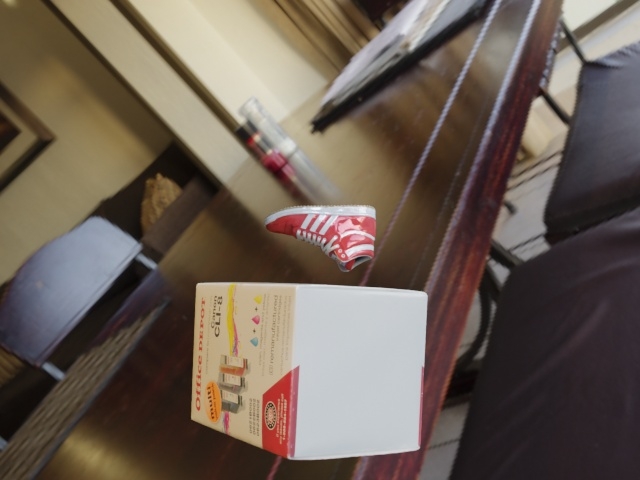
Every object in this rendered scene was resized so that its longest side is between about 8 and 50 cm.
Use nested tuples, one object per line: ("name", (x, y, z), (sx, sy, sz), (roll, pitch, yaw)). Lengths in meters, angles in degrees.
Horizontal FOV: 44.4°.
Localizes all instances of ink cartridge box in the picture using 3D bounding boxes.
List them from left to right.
("ink cartridge box", (-0.016, 0.100, 0.658), (0.176, 0.127, 0.128), (-4, 83, 57))

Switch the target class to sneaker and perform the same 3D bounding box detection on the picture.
("sneaker", (0.000, 0.000, 0.821), (0.118, 0.067, 0.042), (-3, -16, 4))
